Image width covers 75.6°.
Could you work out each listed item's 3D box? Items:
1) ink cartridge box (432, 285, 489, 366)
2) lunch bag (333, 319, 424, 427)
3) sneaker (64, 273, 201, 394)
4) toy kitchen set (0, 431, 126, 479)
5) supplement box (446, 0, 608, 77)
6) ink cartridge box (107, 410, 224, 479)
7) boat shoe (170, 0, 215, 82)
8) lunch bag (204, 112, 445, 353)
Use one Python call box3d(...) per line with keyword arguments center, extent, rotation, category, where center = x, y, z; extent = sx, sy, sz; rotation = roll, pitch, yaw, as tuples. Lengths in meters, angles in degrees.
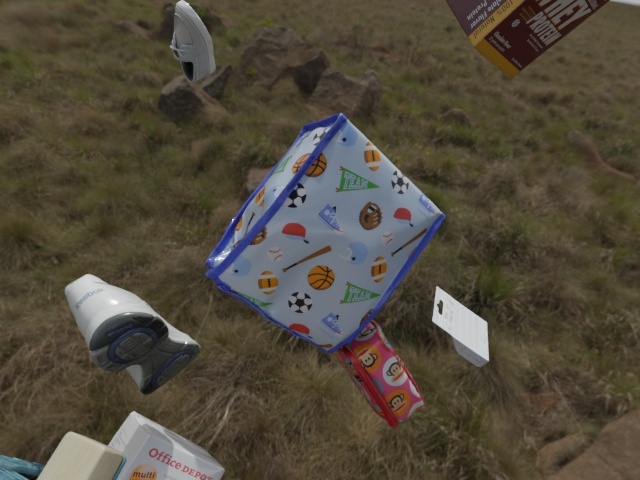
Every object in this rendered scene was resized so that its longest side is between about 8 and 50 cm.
box3d(center=(0.464, 0.289, 1.400), extent=(0.232, 0.066, 0.189), rotation=(32, 37, -2), category="ink cartridge box")
box3d(center=(0.124, 0.303, 1.001), extent=(0.120, 0.258, 0.293), rotation=(-35, 13, -8), category="lunch bag")
box3d(center=(-0.273, 0.140, 0.626), extent=(0.111, 0.297, 0.129), rotation=(-38, 66, -23), category="sneaker")
box3d(center=(-0.302, 0.275, 0.458), extent=(0.207, 0.166, 0.122), rotation=(10, 57, 20), category="toy kitchen set")
box3d(center=(0.301, -0.400, 0.619), extent=(0.129, 0.191, 0.194), rotation=(8, 56, -42), category="supplement box")
box3d(center=(-0.325, 0.468, 0.741), extent=(0.171, 0.168, 0.232), rotation=(41, 63, -24), category="ink cartridge box")
box3d(center=(-0.240, -0.351, 0.750), extent=(0.066, 0.184, 0.063), rotation=(46, 79, -4), category="boat shoe")
box3d(center=(0.000, 0.000, 0.852), extent=(0.328, 0.385, 0.239), rotation=(37, -8, -22), category="lunch bag")
